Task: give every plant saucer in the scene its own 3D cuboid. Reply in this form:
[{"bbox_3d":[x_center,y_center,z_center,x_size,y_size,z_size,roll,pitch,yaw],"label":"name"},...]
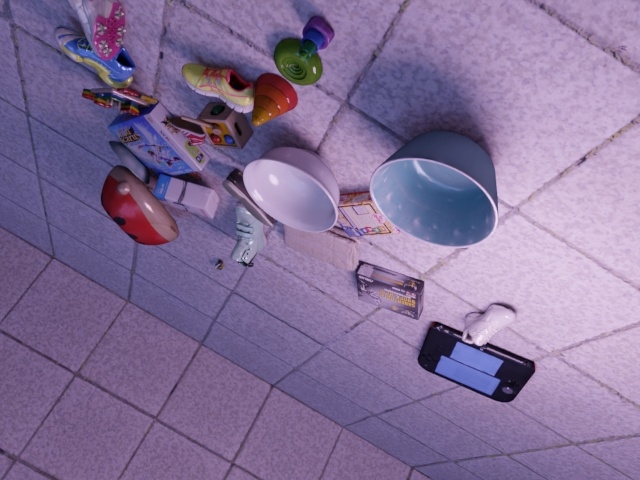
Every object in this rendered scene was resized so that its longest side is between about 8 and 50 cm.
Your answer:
[{"bbox_3d":[-0.647,-0.279,2.137,0.195,0.037,0.195,49,-179,-1],"label":"plant saucer"}]

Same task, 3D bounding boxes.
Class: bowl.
[{"bbox_3d":[-0.060,-0.168,1.763,0.297,0.134,0.298,22,151,13],"label":"bowl"},{"bbox_3d":[0.290,-0.140,1.471,0.311,0.163,0.312,22,150,13],"label":"bowl"}]

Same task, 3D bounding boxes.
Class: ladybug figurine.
[{"bbox_3d":[-0.661,-0.109,2.235,0.305,0.162,0.449,48,171,15],"label":"ladybug figurine"}]

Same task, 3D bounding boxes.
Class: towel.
[{"bbox_3d":[0.000,0.000,2.066,0.282,0.049,0.187,22,149,14],"label":"towel"}]

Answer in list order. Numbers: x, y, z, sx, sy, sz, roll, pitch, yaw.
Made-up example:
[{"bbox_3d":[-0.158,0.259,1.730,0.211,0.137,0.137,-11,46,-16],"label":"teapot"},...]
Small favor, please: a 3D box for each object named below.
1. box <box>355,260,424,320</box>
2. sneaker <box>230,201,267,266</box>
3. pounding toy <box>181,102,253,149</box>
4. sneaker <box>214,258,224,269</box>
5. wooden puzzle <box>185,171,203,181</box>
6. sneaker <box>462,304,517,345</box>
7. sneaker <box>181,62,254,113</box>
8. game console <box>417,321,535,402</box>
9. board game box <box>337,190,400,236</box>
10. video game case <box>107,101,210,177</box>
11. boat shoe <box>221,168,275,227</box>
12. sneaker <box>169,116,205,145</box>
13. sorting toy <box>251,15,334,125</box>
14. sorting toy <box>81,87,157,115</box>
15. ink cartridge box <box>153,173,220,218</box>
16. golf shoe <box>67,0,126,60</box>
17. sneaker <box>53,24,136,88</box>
[{"bbox_3d":[0.237,0.173,2.119,0.231,0.056,0.183,19,149,19],"label":"box"},{"bbox_3d":[-0.266,-0.009,2.175,0.094,0.151,0.256,17,148,24],"label":"sneaker"},{"bbox_3d":[-0.290,-0.325,1.748,0.130,0.100,0.141,9,146,31],"label":"pounding toy"},{"bbox_3d":[-0.422,0.103,2.619,0.035,0.031,0.083,23,158,-17],"label":"sneaker"},{"bbox_3d":[-0.436,-0.225,2.122,0.083,0.006,0.049,31,157,-15],"label":"wooden puzzle"},{"bbox_3d":[0.534,0.281,1.969,0.090,0.115,0.232,33,151,-7],"label":"sneaker"},{"bbox_3d":[-0.259,-0.419,1.612,0.208,0.081,0.094,24,144,-4],"label":"sneaker"},{"bbox_3d":[0.560,0.458,2.285,0.386,0.060,0.342,21,150,12],"label":"game console"},{"bbox_3d":[0.128,-0.076,1.833,0.193,0.045,0.147,-2,138,43],"label":"board game box"},{"bbox_3d":[-0.527,-0.316,2.013,0.269,0.061,0.244,-3,137,44],"label":"video game case"},{"bbox_3d":[-0.219,-0.135,2.019,0.228,0.069,0.081,46,158,-28],"label":"boat shoe"},{"bbox_3d":[-0.408,-0.332,1.902,0.118,0.042,0.067,24,147,4],"label":"sneaker"},{"bbox_3d":[-0.086,-0.375,1.468,0.127,0.126,0.365,35,151,-11],"label":"sorting toy"},{"bbox_3d":[-0.599,-0.413,1.861,0.274,0.046,0.132,11,177,42],"label":"sorting toy"},{"bbox_3d":[-0.457,-0.150,2.131,0.190,0.082,0.139,17,168,5],"label":"ink cartridge box"},{"bbox_3d":[-0.586,-0.607,1.575,0.140,0.115,0.306,30,145,18],"label":"golf shoe"},{"bbox_3d":[-0.619,-0.536,1.737,0.240,0.091,0.126,36,139,-26],"label":"sneaker"}]
